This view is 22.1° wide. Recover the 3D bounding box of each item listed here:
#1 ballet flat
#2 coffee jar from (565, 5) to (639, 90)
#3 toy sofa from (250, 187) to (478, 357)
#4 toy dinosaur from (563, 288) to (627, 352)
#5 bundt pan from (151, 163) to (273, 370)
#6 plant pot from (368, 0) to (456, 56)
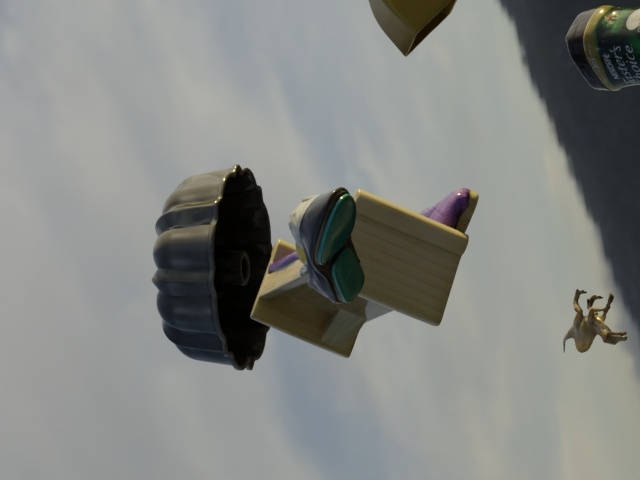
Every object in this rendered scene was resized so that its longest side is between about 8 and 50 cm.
[{"bbox_3d":[0.000,0.000,1.684,0.203,0.074,0.074,77,-171,-60],"label":"ballet flat"},{"bbox_3d":[0.366,-0.217,1.821,0.096,0.184,0.079,49,-119,-31],"label":"coffee jar"},{"bbox_3d":[0.047,0.023,2.030,0.362,0.150,0.177,151,140,-70],"label":"toy sofa"},{"bbox_3d":[0.391,0.122,2.430,0.183,0.053,0.093,165,118,-69],"label":"toy dinosaur"},{"bbox_3d":[-0.176,0.046,2.608,0.331,0.124,0.331,-2,-90,-76],"label":"bundt pan"},{"bbox_3d":[0.102,-0.279,1.894,0.083,0.081,0.081,44,166,5],"label":"plant pot"}]
